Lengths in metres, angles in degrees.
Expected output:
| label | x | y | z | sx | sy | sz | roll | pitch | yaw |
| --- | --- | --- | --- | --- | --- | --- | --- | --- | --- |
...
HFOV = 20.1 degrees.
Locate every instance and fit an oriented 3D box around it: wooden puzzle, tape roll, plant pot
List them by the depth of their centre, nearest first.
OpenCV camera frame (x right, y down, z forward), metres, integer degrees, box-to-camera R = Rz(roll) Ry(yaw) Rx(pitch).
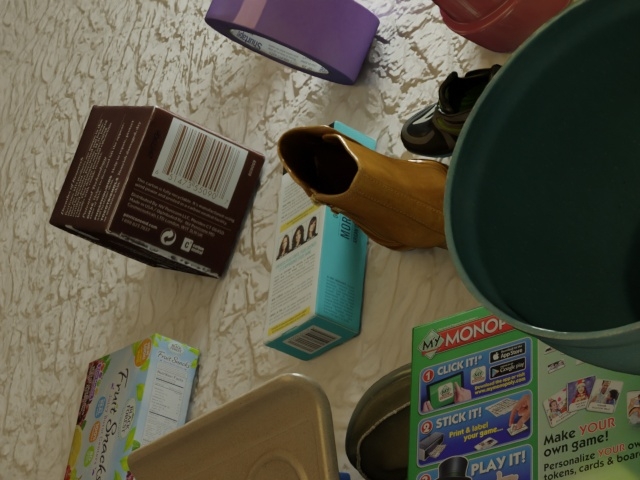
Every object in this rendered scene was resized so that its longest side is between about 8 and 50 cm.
| label | x | y | z | sx | sy | sz | roll | pitch | yaw |
| --- | --- | --- | --- | --- | --- | --- | --- | --- | --- |
| plant pot | 0.265 | -0.022 | 1.302 | 0.293 | 0.196 | 0.293 | -23 | 49 | 30 |
| wooden puzzle | -0.056 | 0.334 | 1.735 | 0.322 | 0.080 | 0.348 | -31 | 64 | 47 |
| plant pot | 0.151 | -0.316 | 1.820 | 0.201 | 0.180 | 0.201 | -40 | 37 | 39 |
| tape roll | -0.033 | -0.251 | 2.075 | 0.189 | 0.189 | 0.080 | 20 | 86 | 62 |

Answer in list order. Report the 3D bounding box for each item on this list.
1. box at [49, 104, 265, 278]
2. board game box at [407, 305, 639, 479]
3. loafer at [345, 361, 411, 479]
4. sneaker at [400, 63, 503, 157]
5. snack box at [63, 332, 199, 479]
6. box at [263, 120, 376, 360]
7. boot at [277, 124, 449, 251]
| label | x | y | z | sx | sy | sz | roll | pitch | yaw |
| --- | --- | --- | --- | --- | --- | --- | --- | --- | --- |
| box | -0.204 | -0.062 | 2.245 | 0.203 | 0.168 | 0.167 | 7 | 75 | 61 |
| board game box | 0.209 | 0.128 | 1.438 | 0.317 | 0.046 | 0.214 | -20 | 50 | 34 |
| loafer | 0.112 | 0.153 | 1.619 | 0.251 | 0.094 | 0.087 | -45 | 30 | 34 |
| sneaker | 0.140 | -0.137 | 1.808 | 0.188 | 0.078 | 0.067 | -23 | 50 | 53 |
| snack box | -0.233 | 0.233 | 2.174 | 0.174 | 0.070 | 0.207 | -24 | 50 | 52 |
| box | 0.000 | 0.000 | 1.962 | 0.100 | 0.060 | 0.244 | -31 | 44 | 47 |
| boot | 0.042 | -0.061 | 1.778 | 0.104 | 0.211 | 0.295 | -65 | 28 | 0 |
